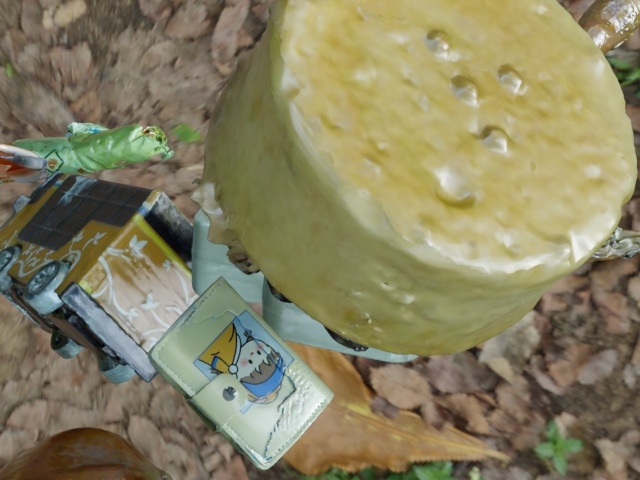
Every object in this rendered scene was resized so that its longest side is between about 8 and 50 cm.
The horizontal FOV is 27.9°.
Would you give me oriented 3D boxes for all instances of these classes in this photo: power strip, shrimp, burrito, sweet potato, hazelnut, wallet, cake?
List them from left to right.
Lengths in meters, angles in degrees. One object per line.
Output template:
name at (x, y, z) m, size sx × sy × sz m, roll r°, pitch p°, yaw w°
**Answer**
burrito at (-0.327, -0.126, 1.732) m, size 0.288 × 0.104 × 0.054 m, roll -5°, pitch 121°, yaw 20°
hazelnut at (-0.238, 0.311, 1.337) m, size 0.229 × 0.229 × 0.230 m, roll 0°, pitch 93°, yaw -11°
wallet at (-0.072, 0.122, 1.177) m, size 0.155 × 0.039 × 0.110 m, roll 46°, pitch 62°, yaw -4°
power strip at (0.000, 0.000, 1.337) m, size 0.261 × 0.229 × 0.141 m, roll 11°, pitch 117°, yaw 11°
cake at (0.050, -0.042, 1.077) m, size 0.332 × 0.321 × 0.332 m, roll 11°, pitch 60°, yaw -19°
shrimp at (0.334, -0.013, 1.799) m, size 0.287 × 0.152 × 0.063 m, roll -2°, pitch 54°, yaw 0°
sweet potato at (0.340, -0.256, 1.584) m, size 0.226 × 0.068 × 0.068 m, roll -41°, pitch 99°, yaw -26°

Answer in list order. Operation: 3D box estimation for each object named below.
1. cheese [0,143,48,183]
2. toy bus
cheese at (-0.210, -0.031, 0.379) m, size 0.256 × 0.106 × 0.037 m, roll 5°, pitch 85°, yaw -20°
toy bus at (-0.267, 0.033, 1.527) m, size 0.194 × 0.323 × 0.162 m, roll -50°, pitch 119°, yaw -17°
